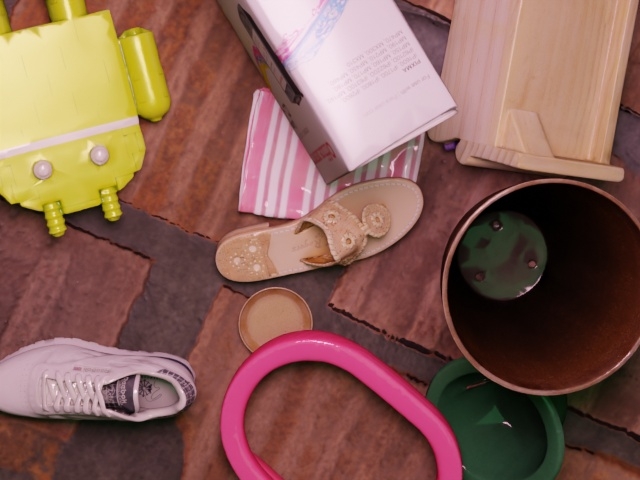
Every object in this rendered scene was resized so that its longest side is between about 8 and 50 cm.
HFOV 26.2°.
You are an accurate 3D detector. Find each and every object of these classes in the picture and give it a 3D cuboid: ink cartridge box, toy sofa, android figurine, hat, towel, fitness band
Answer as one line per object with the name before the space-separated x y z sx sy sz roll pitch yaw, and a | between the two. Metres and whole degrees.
ink cartridge box | -0.009 -0.221 1.387 0.131 0.226 0.306 -30 92 -5
toy sofa | 0.248 -0.250 1.478 0.150 0.177 0.363 5 98 -30
android figurine | -0.284 -0.143 1.462 0.248 0.056 0.273 -14 97 -16
hat | 0.251 0.175 1.581 0.208 0.183 0.173 -20 96 43
towel | 0.014 -0.087 1.524 0.197 0.029 0.144 8 98 -6
fitness band | 0.023 0.231 1.539 0.291 0.054 0.209 40 100 -6

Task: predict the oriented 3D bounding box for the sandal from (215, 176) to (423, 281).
sandal | 0.002 0.006 1.493 0.240 0.079 0.088 -16 115 5

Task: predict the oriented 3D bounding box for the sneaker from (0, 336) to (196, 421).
sneaker | -0.253 0.159 1.503 0.235 0.095 0.090 -2 100 -3

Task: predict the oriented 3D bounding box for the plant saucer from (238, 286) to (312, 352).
plant saucer | -0.051 0.092 1.550 0.083 0.015 0.083 -1 99 -4

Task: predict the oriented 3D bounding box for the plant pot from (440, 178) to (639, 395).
plant pot | 0.215 0.032 1.455 0.215 0.230 0.215 -1 98 -5
